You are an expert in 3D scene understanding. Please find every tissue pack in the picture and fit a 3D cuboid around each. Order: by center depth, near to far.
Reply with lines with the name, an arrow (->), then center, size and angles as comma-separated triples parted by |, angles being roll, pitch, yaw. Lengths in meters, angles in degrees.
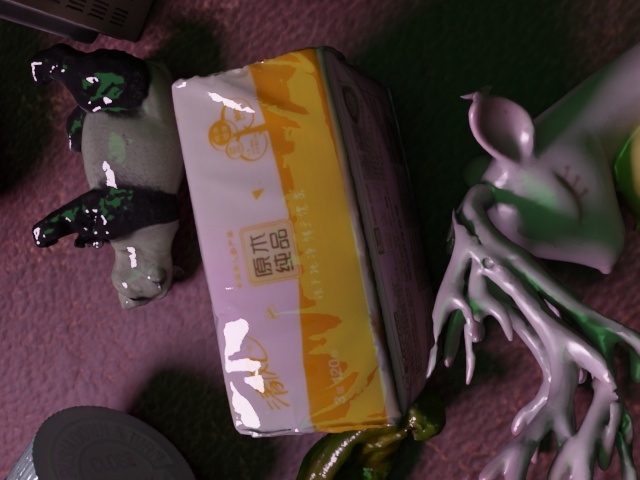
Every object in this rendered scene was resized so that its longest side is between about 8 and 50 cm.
tissue pack -> 0.000, 0.000, 0.506 | 0.124, 0.185, 0.225 | -12, 89, 20

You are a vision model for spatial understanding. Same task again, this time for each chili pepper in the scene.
chili pepper -> 0.018, 0.186, 0.568 | 0.073, 0.072, 0.204 | 52, 122, 36

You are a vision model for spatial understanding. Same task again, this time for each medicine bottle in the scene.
medicine bottle -> -0.253, 0.313, 0.629 | 0.158, 0.158, 0.318 | 41, 105, 12

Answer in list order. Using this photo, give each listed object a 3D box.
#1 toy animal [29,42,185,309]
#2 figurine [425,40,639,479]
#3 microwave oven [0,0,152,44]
toy animal -> -0.172, -0.051, 0.617 | 0.121, 0.094, 0.225 | 0, 92, 10
figurine -> 0.196, 0.004, 0.438 | 0.315, 0.206, 0.284 | -21, 76, 24
microwave oven -> -0.230, -0.263, 0.538 | 0.145, 0.240, 0.194 | 33, 103, 14
